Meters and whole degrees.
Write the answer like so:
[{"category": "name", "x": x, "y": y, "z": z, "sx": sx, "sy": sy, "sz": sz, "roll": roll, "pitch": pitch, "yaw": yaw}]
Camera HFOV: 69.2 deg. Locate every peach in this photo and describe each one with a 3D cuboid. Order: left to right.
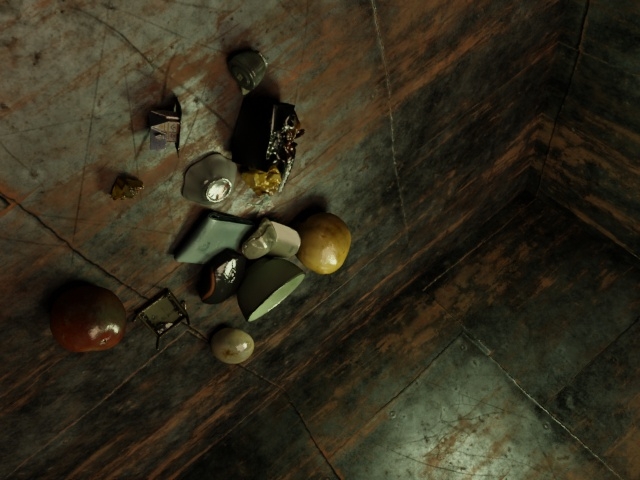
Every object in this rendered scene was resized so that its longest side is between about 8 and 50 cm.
[{"category": "peach", "x": -0.820, "y": 0.284, "z": 1.653, "sx": 0.252, "sy": 0.252, "sz": 0.253, "roll": -29, "pitch": 145, "yaw": -22}]

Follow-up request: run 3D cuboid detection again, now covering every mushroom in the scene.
[{"category": "mushroom", "x": -0.458, "y": 0.536, "z": 2.415, "sx": 0.226, "sy": 0.178, "sz": 0.227, "roll": 0, "pitch": 139, "yaw": 0}]

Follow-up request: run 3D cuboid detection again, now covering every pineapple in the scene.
[{"category": "pineapple", "x": -0.617, "y": -0.165, "z": 1.489, "sx": 0.114, "sy": 0.114, "sz": 0.077, "roll": -30, "pitch": 128, "yaw": -28}]

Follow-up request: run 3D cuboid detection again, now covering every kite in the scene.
[{"category": "kite", "x": -0.256, "y": -0.145, "z": 1.992, "sx": 0.152, "sy": 0.005, "sz": 0.137, "roll": -7, "pitch": 133, "yaw": -42}]

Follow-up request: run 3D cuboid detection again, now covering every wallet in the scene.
[{"category": "wallet", "x": -0.434, "y": 0.002, "z": 1.923, "sx": 0.251, "sy": 0.054, "sz": 0.290, "roll": -48, "pitch": 155, "yaw": 16}]

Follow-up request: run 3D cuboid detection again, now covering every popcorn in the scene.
[{"category": "popcorn", "x": -0.224, "y": -0.241, "z": 1.797, "sx": 0.148, "sy": 0.152, "sz": 0.167, "roll": -10, "pitch": 165, "yaw": 28}]

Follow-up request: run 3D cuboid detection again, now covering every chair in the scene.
[{"category": "chair", "x": -0.662, "y": 0.316, "z": 1.950, "sx": 0.188, "sy": 0.166, "sz": 0.272, "roll": -38, "pitch": -170, "yaw": -10}]

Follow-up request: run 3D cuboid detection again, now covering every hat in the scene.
[{"category": "hat", "x": -0.217, "y": 0.028, "z": 2.051, "sx": 0.244, "sy": 0.149, "sz": 0.214, "roll": 23, "pitch": 128, "yaw": -8}]

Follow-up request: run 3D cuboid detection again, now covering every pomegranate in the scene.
[{"category": "pomegranate", "x": 0.010, "y": 0.016, "z": 2.212, "sx": 0.307, "sy": 0.307, "sz": 0.307, "roll": -29, "pitch": 145, "yaw": -22}]

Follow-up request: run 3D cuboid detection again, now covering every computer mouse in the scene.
[{"category": "computer mouse", "x": -0.428, "y": 0.179, "z": 2.045, "sx": 0.182, "sy": 0.116, "sz": 0.323, "roll": -21, "pitch": 151, "yaw": -43}]

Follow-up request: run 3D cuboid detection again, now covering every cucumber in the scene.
[{"category": "cucumber", "x": -0.146, "y": -0.298, "z": 1.895, "sx": 0.058, "sy": 0.052, "sz": 0.215, "roll": 18, "pitch": 118, "yaw": -16}]

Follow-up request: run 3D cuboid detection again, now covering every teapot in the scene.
[{"category": "teapot", "x": -0.216, "y": -0.538, "z": 1.483, "sx": 0.108, "sy": 0.111, "sz": 0.149, "roll": -48, "pitch": 145, "yaw": -20}]

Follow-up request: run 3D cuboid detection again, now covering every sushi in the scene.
[{"category": "sushi", "x": -0.176, "y": -0.377, "z": 1.653, "sx": 0.212, "sy": 0.215, "sz": 0.227, "roll": -13, "pitch": 117, "yaw": -46}]

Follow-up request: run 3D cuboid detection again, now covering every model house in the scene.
[{"category": "model house", "x": -0.480, "y": -0.348, "z": 1.426, "sx": 0.088, "sy": 0.117, "sz": 0.167, "roll": -3, "pitch": 134, "yaw": -25}]

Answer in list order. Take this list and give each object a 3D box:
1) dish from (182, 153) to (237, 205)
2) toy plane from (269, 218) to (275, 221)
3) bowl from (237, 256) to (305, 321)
[{"category": "dish", "x": -0.389, "y": -0.202, "z": 1.706, "sx": 0.229, "sy": 0.081, "sz": 0.230, "roll": -29, "pitch": 146, "yaw": -23}, {"category": "toy plane", "x": -0.233, "y": -0.067, "z": 2.083, "sx": 0.083, "sy": 0.033, "sz": 0.080, "roll": 14, "pitch": 118, "yaw": -46}, {"category": "bowl", "x": -0.260, "y": 0.203, "z": 2.177, "sx": 0.353, "sy": 0.185, "sz": 0.354, "roll": -40, "pitch": 170, "yaw": -9}]
